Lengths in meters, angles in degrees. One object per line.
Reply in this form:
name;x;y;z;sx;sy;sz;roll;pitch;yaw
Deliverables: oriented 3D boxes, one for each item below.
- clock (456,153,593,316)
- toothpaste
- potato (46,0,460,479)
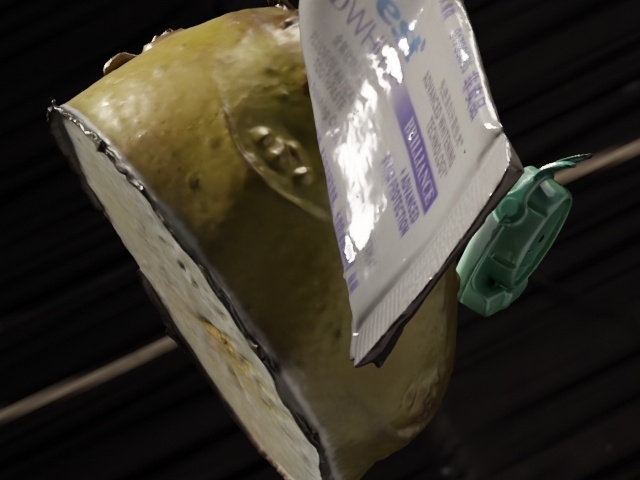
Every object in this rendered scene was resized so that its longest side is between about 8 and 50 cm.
clock;0.149;-0.011;1.324;0.041;0.135;0.101;34;-158;16
toothpaste;0.029;-0.069;0.782;0.282;0.068;0.099;-97;7;-53
potato;0.000;0.000;1.062;0.299;0.196;0.246;62;167;-25
